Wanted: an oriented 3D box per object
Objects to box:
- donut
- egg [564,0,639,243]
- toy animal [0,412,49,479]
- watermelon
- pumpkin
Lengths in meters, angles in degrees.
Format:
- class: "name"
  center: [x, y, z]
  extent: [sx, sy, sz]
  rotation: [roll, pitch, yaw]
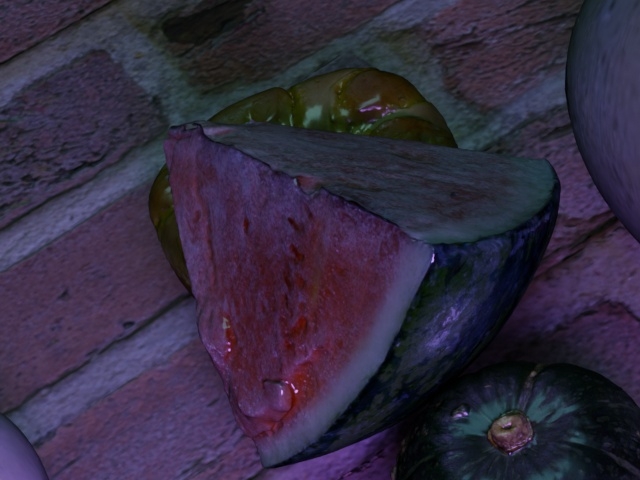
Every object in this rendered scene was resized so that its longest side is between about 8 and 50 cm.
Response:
- class: "donut"
  center: [-0.009, -0.036, 1.653]
  extent: [0.261, 0.128, 0.208]
  rotation: [-20, 45, -1]
- class: "egg"
  center: [0.371, -0.100, 1.448]
  extent: [0.428, 0.345, 0.345]
  rotation: [14, 53, 44]
- class: "toy animal"
  center: [-0.335, 0.218, 1.466]
  extent: [0.267, 0.212, 0.212]
  rotation: [-37, 49, -12]
- class: "watermelon"
  center: [0.035, 0.019, 1.508]
  extent: [0.283, 0.250, 0.292]
  rotation: [-50, 51, 26]
- class: "pumpkin"
  center: [0.146, 0.171, 1.402]
  extent: [0.190, 0.146, 0.190]
  rotation: [-23, 47, 27]
